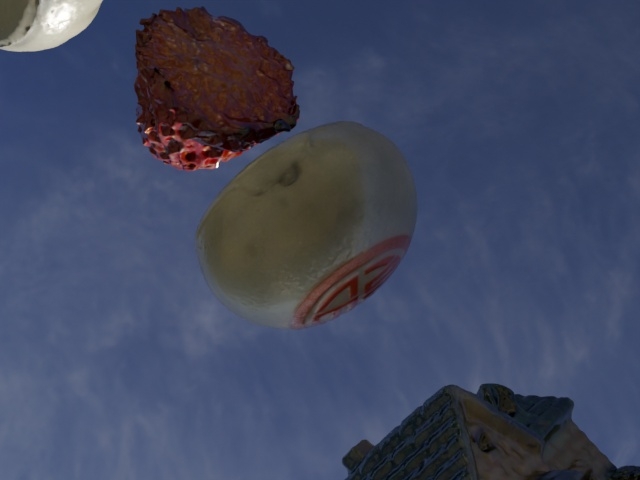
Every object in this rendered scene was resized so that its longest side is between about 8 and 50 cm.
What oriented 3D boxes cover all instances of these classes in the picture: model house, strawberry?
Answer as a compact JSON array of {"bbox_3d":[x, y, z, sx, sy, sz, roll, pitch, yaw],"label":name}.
[{"bbox_3d":[0.259,0.382,1.261,0.400,0.445,0.395,49,-52,21],"label":"model house"},{"bbox_3d":[-0.151,-0.176,1.139,0.234,0.234,0.178,53,-43,13],"label":"strawberry"}]

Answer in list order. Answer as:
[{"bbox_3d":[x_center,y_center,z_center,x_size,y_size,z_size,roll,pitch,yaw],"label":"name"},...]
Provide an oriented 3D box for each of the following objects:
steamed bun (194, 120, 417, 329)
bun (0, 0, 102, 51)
[{"bbox_3d":[0.000,0.000,1.038,0.283,0.283,0.177,-44,-107,25],"label":"steamed bun"},{"bbox_3d":[-0.160,-0.182,0.508,0.138,0.094,0.138,16,-66,40],"label":"bun"}]
